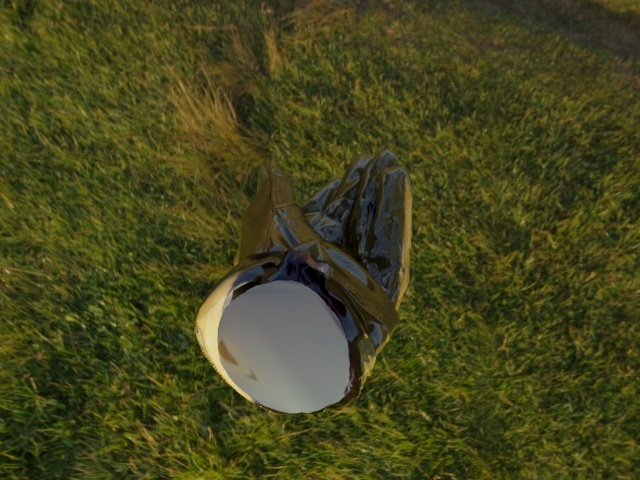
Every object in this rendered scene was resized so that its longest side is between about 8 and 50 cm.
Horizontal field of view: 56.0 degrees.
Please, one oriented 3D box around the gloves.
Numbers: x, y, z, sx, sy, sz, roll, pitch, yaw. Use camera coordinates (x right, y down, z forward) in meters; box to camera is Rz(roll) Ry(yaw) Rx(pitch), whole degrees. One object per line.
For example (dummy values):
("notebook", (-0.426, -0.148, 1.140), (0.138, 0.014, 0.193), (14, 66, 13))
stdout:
("gloves", (-0.001, 0.016, 0.511), (0.154, 0.331, 0.141), (0, 111, 10))
